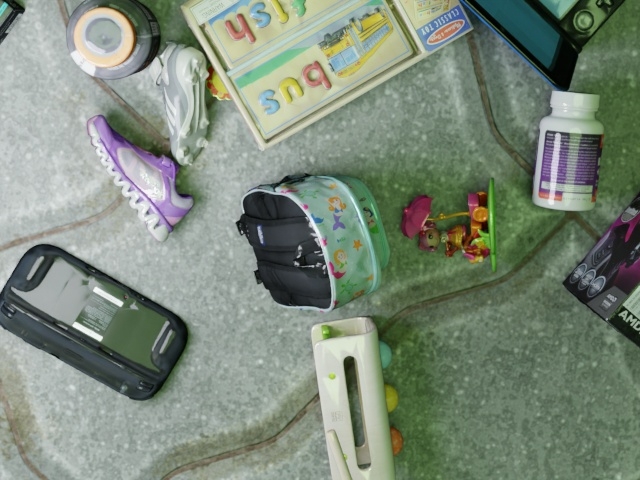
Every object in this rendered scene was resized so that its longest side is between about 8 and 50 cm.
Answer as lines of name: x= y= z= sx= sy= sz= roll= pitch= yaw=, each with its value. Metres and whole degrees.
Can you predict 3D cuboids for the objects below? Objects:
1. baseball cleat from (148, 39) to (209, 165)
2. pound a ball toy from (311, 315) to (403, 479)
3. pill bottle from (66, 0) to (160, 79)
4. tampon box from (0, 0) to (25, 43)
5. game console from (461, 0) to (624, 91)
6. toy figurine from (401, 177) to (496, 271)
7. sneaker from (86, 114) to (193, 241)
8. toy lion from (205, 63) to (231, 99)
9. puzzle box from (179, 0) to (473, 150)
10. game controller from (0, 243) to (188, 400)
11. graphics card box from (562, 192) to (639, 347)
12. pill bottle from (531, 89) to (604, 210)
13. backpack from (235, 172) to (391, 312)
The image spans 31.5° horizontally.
baseball cleat: x=-0.234 y=-0.230 z=1.879 sx=0.109 sy=0.072 sz=0.206 roll=29 pitch=122 yaw=31
pound a ball toy: x=0.073 y=0.308 z=1.920 sx=0.136 sy=0.208 sz=0.319 roll=-9 pitch=100 yaw=-2
pill bottle: x=-0.321 y=-0.315 z=1.760 sx=0.130 sy=0.245 sz=0.130 roll=-1 pitch=101 yaw=-3
tampon box: x=-0.577 y=-0.371 z=1.807 sx=0.161 sy=0.101 sz=0.120 roll=38 pitch=96 yaw=-8
game console: x=0.352 y=-0.424 z=1.819 sx=0.293 sy=0.173 sz=0.250 roll=41 pitch=96 yaw=-10
toy figurine: x=0.218 y=-0.021 z=1.934 sx=0.159 sy=0.130 sz=0.173 roll=-2 pitch=126 yaw=10
sneaker: x=-0.294 y=-0.117 z=1.883 sx=0.104 sy=0.095 sz=0.236 roll=-35 pitch=106 yaw=-3
toy lion: x=-0.147 y=-0.284 z=1.888 sx=0.096 sy=0.034 sz=0.100 roll=-3 pitch=101 yaw=5
puzzle box: x=0.012 y=-0.360 z=1.849 sx=0.409 sy=0.052 sz=0.272 roll=-31 pitch=102 yaw=-4
game controller: x=-0.390 y=0.141 z=1.943 sx=0.319 sy=0.067 sz=0.166 roll=31 pitch=83 yaw=-9
graphics card box: x=0.581 y=-0.013 z=1.879 sx=0.094 sy=0.233 sz=0.371 roll=37 pitch=97 yaw=-13
pill bottle: x=0.417 y=-0.152 z=1.906 sx=0.108 sy=0.108 sz=0.193 roll=4 pitch=101 yaw=-4
backpack: x=0.000 y=0.000 z=1.838 sx=0.191 sy=0.253 sz=0.225 roll=-21 pitch=101 yaw=-20
